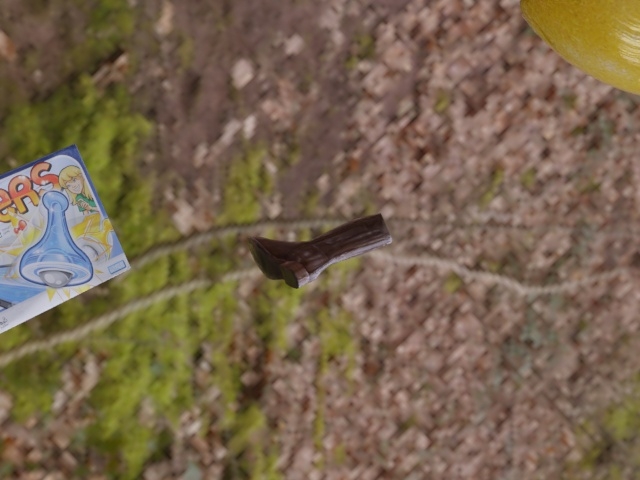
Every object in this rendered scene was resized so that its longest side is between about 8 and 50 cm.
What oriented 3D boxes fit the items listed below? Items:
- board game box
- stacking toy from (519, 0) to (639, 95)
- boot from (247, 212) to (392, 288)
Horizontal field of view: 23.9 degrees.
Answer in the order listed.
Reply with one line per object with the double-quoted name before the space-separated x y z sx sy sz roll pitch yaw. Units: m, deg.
"board game box" -0.292 0.006 1.429 0.201 0.136 0.035 -29 -171 -36
"stacking toy" 0.182 -0.195 0.749 0.350 0.480 0.350 -34 169 -7
"boot" 0.000 0.000 1.429 0.114 0.037 0.106 -29 -145 -22
